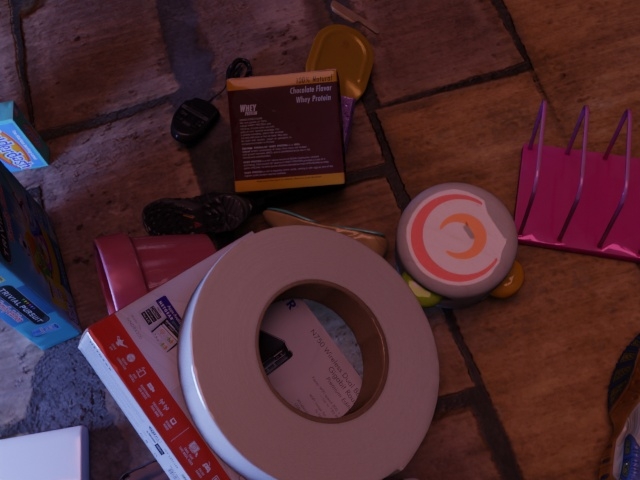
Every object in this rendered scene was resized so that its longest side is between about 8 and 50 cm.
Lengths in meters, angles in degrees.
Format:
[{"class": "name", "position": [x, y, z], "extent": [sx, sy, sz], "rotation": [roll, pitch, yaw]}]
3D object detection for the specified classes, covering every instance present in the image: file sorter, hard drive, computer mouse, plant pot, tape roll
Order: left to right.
[{"class": "hard drive", "position": [-0.517, 0.419, 1.108], "extent": [0.318, 0.040, 0.210], "rotation": [-10, 63, 0]}, {"class": "plant pot", "position": [-0.261, 0.071, 1.186], "extent": [0.180, 0.201, 0.201], "rotation": [-16, 62, -21]}, {"class": "computer mouse", "position": [-0.214, -0.278, 1.438], "extent": [0.071, 0.041, 0.242], "rotation": [33, 64, 10]}, {"class": "tape roll", "position": [-0.008, 0.165, 1.031], "extent": [0.392, 0.072, 0.392], "rotation": [12, 60, -22]}, {"class": "file sorter", "position": [0.489, -0.101, 1.201], "extent": [0.290, 0.182, 0.202], "rotation": [9, 64, 10]}]

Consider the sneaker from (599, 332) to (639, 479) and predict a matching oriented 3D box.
[{"class": "sneaker", "position": [0.507, 0.272, 1.071], "extent": [0.131, 0.112, 0.296], "rotation": [22, 69, -3]}]

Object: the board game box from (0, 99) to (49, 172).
[{"class": "board game box", "position": [-0.645, -0.182, 1.355], "extent": [0.210, 0.160, 0.047], "rotation": [-11, 63, 0]}]

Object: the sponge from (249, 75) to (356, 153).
[{"class": "sponge", "position": [-0.044, -0.233, 1.366], "extent": [0.210, 0.031, 0.117], "rotation": [15, 101, 12]}]

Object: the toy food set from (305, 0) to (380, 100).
[{"class": "toy food set", "position": [0.035, -0.354, 1.439], "extent": [0.128, 0.071, 0.218], "rotation": [23, 67, -11]}]

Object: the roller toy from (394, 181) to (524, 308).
[{"class": "roller toy", "position": [0.221, 0.011, 1.188], "extent": [0.209, 0.146, 0.191], "rotation": [-10, 74, 1]}]

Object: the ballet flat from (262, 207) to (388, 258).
[{"class": "ballet flat", "position": [0.000, 0.000, 1.256], "extent": [0.232, 0.080, 0.073], "rotation": [13, 80, 13]}]

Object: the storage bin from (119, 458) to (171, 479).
[{"class": "storage bin", "position": [-0.195, 0.379, 1.076], "extent": [0.180, 0.084, 0.122], "rotation": [-24, 64, -8]}]

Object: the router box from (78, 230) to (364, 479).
[{"class": "router box", "position": [-0.126, 0.197, 1.048], "extent": [0.301, 0.082, 0.335], "rotation": [-34, 85, -35]}]

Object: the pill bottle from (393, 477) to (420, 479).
[{"class": "pill bottle", "position": [0.092, 0.410, 1.005], "extent": [0.245, 0.136, 0.136], "rotation": [-11, 63, -1]}]

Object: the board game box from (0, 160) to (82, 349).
[{"class": "board game box", "position": [-0.506, 0.000, 1.152], "extent": [0.079, 0.336, 0.254], "rotation": [-22, 64, -6]}]

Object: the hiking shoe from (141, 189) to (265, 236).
[{"class": "hiking shoe", "position": [-0.214, -0.044, 1.299], "extent": [0.226, 0.114, 0.086], "rotation": [-2, 99, 26]}]

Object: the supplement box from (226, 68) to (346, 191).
[{"class": "supplement box", "position": [-0.055, -0.190, 1.276], "extent": [0.191, 0.129, 0.194], "rotation": [-4, 95, 4]}]
